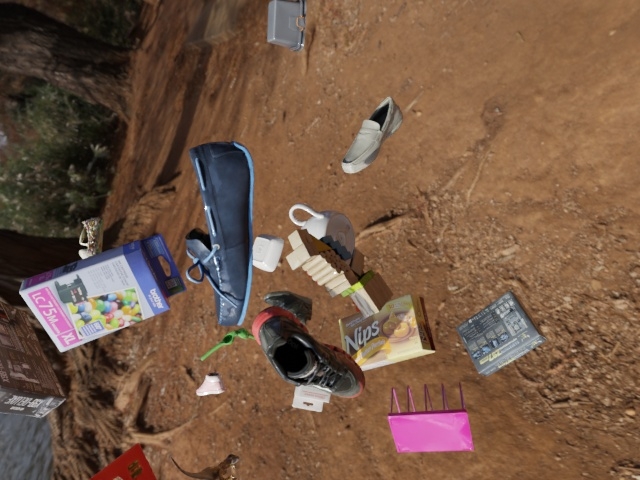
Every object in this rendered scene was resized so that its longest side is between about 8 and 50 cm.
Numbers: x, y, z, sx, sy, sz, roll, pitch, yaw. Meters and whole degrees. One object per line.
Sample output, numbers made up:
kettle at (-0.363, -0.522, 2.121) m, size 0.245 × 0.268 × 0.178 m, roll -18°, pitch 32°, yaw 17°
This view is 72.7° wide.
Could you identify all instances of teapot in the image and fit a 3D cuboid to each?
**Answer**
teapot at (0.000, 0.000, 1.661) m, size 0.187 × 0.252 × 0.256 m, roll -2°, pitch 84°, yaw 36°

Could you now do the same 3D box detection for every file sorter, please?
file sorter at (0.434, 0.691, 1.727) m, size 0.290 × 0.202 × 0.182 m, roll -10°, pitch 26°, yaw 16°

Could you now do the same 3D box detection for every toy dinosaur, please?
toy dinosaur at (-0.278, 0.591, 1.091) m, size 0.112 × 0.211 × 0.064 m, roll 30°, pitch 90°, yaw 34°

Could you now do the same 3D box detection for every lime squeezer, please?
lime squeezer at (-0.391, 0.451, 1.969) m, size 0.059 × 0.310 × 0.110 m, roll 55°, pitch 142°, yaw 33°

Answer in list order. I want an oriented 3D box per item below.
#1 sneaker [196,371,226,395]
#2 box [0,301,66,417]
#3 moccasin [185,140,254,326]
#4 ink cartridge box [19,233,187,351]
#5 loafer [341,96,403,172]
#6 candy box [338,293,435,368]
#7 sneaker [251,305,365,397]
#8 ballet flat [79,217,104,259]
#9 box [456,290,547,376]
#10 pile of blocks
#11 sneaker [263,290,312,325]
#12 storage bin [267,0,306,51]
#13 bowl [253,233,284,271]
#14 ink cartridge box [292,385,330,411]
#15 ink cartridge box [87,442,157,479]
sneaker at (-0.372, 0.478, 1.461) m, size 0.134 × 0.051 × 0.070 m, roll -19°, pitch 86°, yaw 36°
box at (-0.782, 0.276, 1.068) m, size 0.076 × 0.242 × 0.307 m, roll -36°, pitch 68°, yaw -13°
moccasin at (-0.191, -0.007, 0.793) m, size 0.137 × 0.116 × 0.342 m, roll -153°, pitch 63°, yaw -65°
ink cartridge box at (-0.490, 0.120, 1.019) m, size 0.065 × 0.311 × 0.186 m, roll 44°, pitch 152°, yaw 54°
loafer at (0.169, -0.363, 1.496) m, size 0.112 × 0.111 × 0.319 m, roll 15°, pitch 60°, yaw 42°
candy box at (0.211, 0.316, 1.457) m, size 0.316 × 0.087 × 0.183 m, roll -28°, pitch 56°, yaw 37°
sneaker at (-0.013, 0.241, 0.843) m, size 0.098 × 0.276 × 0.135 m, roll -49°, pitch 19°, yaw 3°
ballet flat at (-0.855, 0.024, 1.621) m, size 0.091 × 0.077 × 0.241 m, roll 116°, pitch 147°, yaw -56°
box at (0.584, 0.306, 1.427) m, size 0.232 × 0.059 × 0.183 m, roll -44°, pitch 37°, yaw 24°
pile of blocks at (0.043, 0.089, 1.253) m, size 0.112 × 0.362 × 0.149 m, roll -36°, pitch 23°, yaw 40°
sneaker at (-0.120, 0.276, 1.713) m, size 0.087 × 0.227 × 0.130 m, roll -32°, pitch 49°, yaw 35°
storage bin at (-0.098, -0.620, 1.245) m, size 0.098 × 0.091 × 0.135 m, roll 30°, pitch 120°, yaw 58°
bowl at (-0.216, 0.042, 1.685) m, size 0.142 × 0.053 × 0.142 m, roll 14°, pitch 85°, yaw 44°
ink cartridge box at (-0.017, 0.446, 1.378) m, size 0.061 × 0.104 × 0.182 m, roll 146°, pitch 137°, yaw -71°
ink cartridge box at (-0.337, 0.630, 0.877) m, size 0.091 × 0.308 × 0.385 m, roll -32°, pitch 84°, yaw 10°
